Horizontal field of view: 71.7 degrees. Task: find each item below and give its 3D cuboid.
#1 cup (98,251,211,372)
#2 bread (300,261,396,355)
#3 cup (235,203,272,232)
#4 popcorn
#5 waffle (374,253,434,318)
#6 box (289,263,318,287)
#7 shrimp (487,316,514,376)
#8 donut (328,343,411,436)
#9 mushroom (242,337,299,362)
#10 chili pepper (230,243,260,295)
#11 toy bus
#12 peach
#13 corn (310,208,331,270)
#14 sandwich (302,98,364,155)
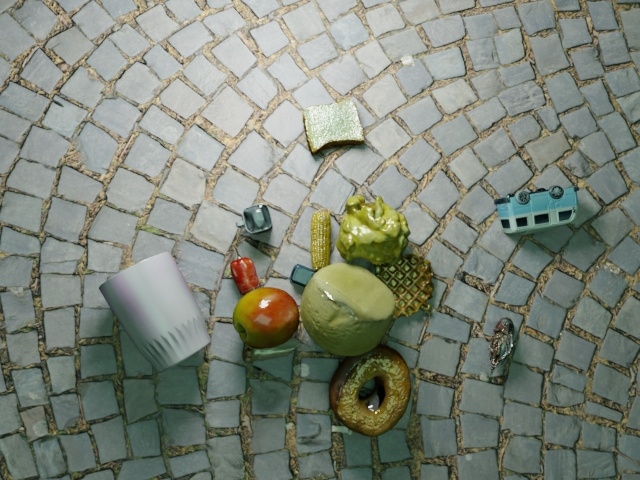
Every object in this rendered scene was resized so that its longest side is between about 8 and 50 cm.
[{"bbox_3d":[-0.549,0.237,1.506,0.254,0.253,0.371,-31,89,-5],"label":"cup"},{"bbox_3d":[0.088,0.237,1.533,0.321,0.237,0.320,17,43,-16],"label":"bread"},{"bbox_3d":[-0.239,-0.069,1.605,0.128,0.129,0.095,-16,86,-4],"label":"cup"},{"bbox_3d":[0.192,-0.033,1.579,0.251,0.235,0.241,14,108,8],"label":"popcorn"},{"bbox_3d":[0.309,0.168,1.657,0.244,0.059,0.237,-7,89,-1],"label":"waffle"},{"bbox_3d":[-0.061,0.134,1.636,0.100,0.054,0.074,22,87,-2],"label":"box"},{"bbox_3d":[0.665,0.394,1.633,0.079,0.090,0.232,35,71,-33],"label":"shrimp"},{"bbox_3d":[0.178,0.529,1.571,0.300,0.150,0.316,-4,86,0],"label":"donut"},{"bbox_3d":[-0.180,0.390,1.606,0.210,0.071,0.084,-6,56,-6],"label":"mushroom"},{"bbox_3d":[-0.287,0.099,1.614,0.086,0.084,0.191,-22,92,-21],"label":"chili pepper"},{"bbox_3d":[0.816,-0.113,1.662,0.272,0.133,0.164,-9,91,-1],"label":"toy bus"},{"bbox_3d":[-0.186,0.267,1.534,0.231,0.231,0.230,0,86,-3],"label":"peach"},{"bbox_3d":[0.000,0.000,1.638,0.080,0.080,0.237,3,88,-3],"label":"corn"},{"bbox_3d":[0.047,-0.430,1.680,0.215,0.065,0.185,-11,86,-4],"label":"sandwich"}]
